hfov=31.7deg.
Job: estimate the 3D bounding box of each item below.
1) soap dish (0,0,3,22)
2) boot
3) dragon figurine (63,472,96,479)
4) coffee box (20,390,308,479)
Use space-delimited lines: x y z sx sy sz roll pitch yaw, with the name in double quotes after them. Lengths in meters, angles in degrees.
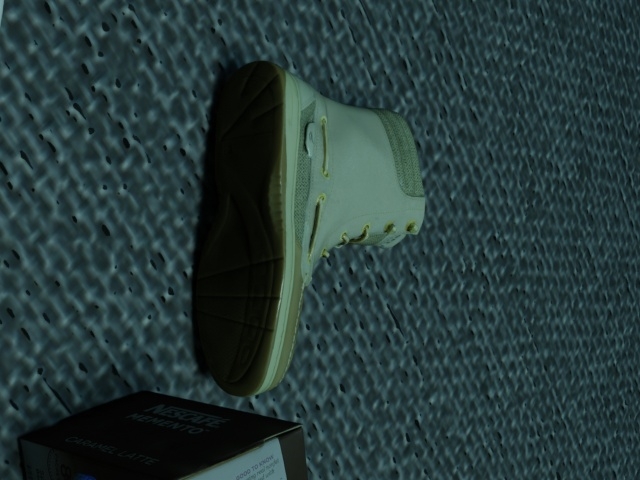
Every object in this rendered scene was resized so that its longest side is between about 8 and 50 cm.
-0.237 -0.216 0.446 0.229 0.118 0.290 1 91 -49 "soap dish"
0.000 0.000 0.762 0.165 0.077 0.213 11 81 -50 "boot"
-0.140 0.256 0.564 0.085 0.144 0.289 -16 104 -47 "dragon figurine"
-0.077 0.223 0.637 0.098 0.141 0.246 -16 105 -47 "coffee box"
